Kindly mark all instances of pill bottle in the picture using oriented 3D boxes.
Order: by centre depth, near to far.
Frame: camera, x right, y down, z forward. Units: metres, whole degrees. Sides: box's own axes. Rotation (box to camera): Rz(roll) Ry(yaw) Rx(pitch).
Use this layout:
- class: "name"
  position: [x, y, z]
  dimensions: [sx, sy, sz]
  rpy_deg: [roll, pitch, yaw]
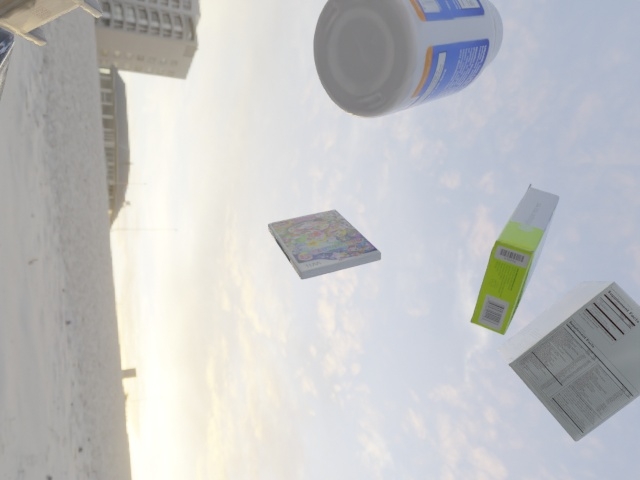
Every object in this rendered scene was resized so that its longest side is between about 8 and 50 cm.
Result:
- class: "pill bottle"
  position: [0.131, -0.258, 0.635]
  dimensions: [0.152, 0.272, 0.153]
  rpy_deg: [21, -56, 36]

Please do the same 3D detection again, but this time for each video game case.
- class: "video game case"
  position: [0.000, 0.000, 0.526]
  dimensions: [0.122, 0.087, 0.011]
  rpy_deg: [-131, -148, -57]

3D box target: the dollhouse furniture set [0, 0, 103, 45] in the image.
- class: "dollhouse furniture set"
  position: [-0.261, -0.307, 0.467]
  dimensions: [0.129, 0.183, 0.130]
  rpy_deg: [-30, 97, -83]

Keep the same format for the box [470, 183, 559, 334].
- class: "box"
  position: [0.226, 0.014, 0.553]
  dimensions: [0.042, 0.178, 0.109]
  rpy_deg: [21, -55, 25]

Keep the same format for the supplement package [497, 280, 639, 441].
- class: "supplement package"
  position: [0.431, 0.188, 0.807]
  dimensions: [0.203, 0.194, 0.149]
  rpy_deg: [-42, -103, 8]

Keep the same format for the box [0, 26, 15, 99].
- class: "box"
  position: [-0.406, -0.059, 0.473]
  dimensions: [0.307, 0.076, 0.243]
  rpy_deg: [-15, -125, 51]
